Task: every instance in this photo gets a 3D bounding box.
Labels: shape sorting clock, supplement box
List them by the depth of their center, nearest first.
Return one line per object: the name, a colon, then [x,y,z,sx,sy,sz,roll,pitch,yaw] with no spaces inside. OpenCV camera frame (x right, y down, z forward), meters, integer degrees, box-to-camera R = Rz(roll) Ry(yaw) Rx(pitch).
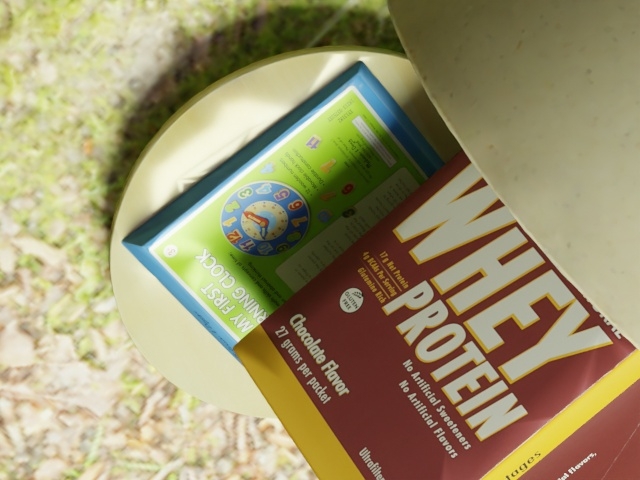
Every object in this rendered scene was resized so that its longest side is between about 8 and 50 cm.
supplement box: [0.103,0.062,0.817,0.191,0.129,0.194,-41,146,7]
shape sorting clock: [0.000,0.000,0.852,0.206,0.040,0.206,-9,121,-15]

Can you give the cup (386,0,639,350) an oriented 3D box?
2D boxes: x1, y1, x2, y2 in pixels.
cup: [0.224,-0.098,0.668,0.331,0.331,0.237,30,120,-25]
